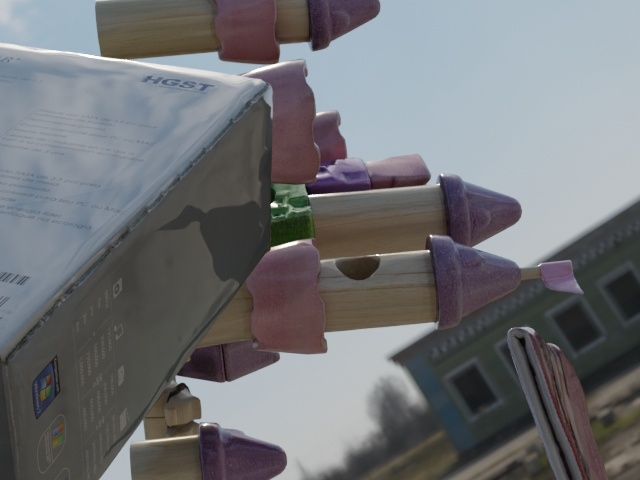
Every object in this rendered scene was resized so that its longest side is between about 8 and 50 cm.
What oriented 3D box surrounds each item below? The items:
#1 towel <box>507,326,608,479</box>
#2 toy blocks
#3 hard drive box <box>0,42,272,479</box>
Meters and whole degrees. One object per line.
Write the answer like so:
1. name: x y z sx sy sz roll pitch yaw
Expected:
1. towel: 0.230 0.193 1.155 0.037 0.237 0.329 -22 -12 10
2. toy blocks: 0.000 0.000 0.840 0.260 0.309 0.288 -6 25 -5
3. hard drive box: -0.140 0.004 0.515 0.232 0.181 0.089 -55 -29 -56
